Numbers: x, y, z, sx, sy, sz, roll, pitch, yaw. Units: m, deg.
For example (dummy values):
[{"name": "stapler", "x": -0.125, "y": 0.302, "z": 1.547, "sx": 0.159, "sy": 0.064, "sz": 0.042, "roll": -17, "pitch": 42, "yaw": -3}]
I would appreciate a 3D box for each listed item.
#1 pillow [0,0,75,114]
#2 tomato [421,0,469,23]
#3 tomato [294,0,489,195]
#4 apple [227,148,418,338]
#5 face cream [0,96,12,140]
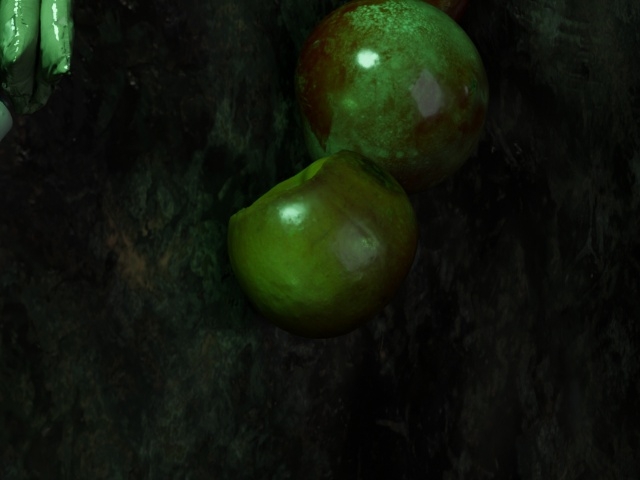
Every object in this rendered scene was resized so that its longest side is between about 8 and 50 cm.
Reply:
[{"name": "pillow", "x": -0.287, "y": -0.230, "z": 1.698, "sx": 0.077, "sy": 0.134, "sz": 0.181, "roll": 5, "pitch": 69, "yaw": -14}, {"name": "tomato", "x": 0.151, "y": -0.380, "z": 2.322, "sx": 0.233, "sy": 0.139, "sz": 0.200, "roll": 45, "pitch": 55, "yaw": -47}, {"name": "tomato", "x": 0.102, "y": -0.188, "z": 2.202, "sx": 0.270, "sy": 0.222, "sz": 0.270, "roll": -5, "pitch": 96, "yaw": -58}, {"name": "apple", "x": 0.000, "y": 0.000, "z": 2.068, "sx": 0.207, "sy": 0.237, "sz": 0.237, "roll": 51, "pitch": 50, "yaw": -23}, {"name": "face cream", "x": -0.388, "y": -0.049, "z": 1.651, "sx": 0.244, "sy": 0.058, "sz": 0.092, "roll": -56, "pitch": 148, "yaw": -31}]
